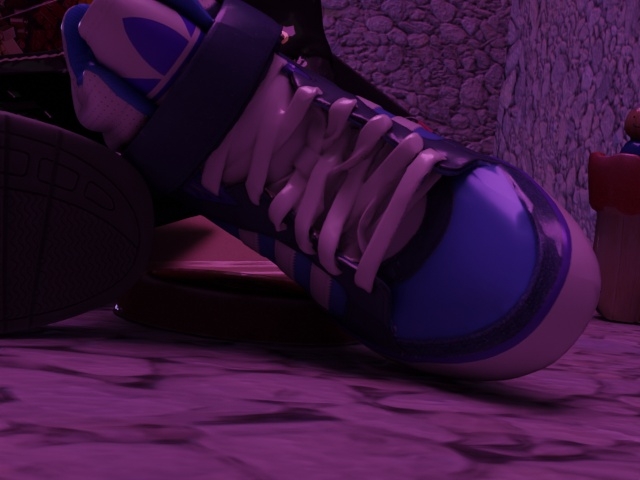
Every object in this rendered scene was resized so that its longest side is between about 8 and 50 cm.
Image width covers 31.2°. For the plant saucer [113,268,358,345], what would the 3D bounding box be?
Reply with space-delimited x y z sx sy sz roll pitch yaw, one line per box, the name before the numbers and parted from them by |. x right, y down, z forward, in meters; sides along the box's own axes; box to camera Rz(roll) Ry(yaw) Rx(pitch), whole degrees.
plant saucer | -0.051 0.041 0.758 0.168 0.029 0.168 7 2 0

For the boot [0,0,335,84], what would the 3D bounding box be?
boot | -0.163 -0.215 1.085 0.377 0.284 0.138 2 -18 2

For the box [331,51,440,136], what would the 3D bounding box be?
box | 0.015 -0.105 1.364 0.270 0.165 0.143 35 -5 -17

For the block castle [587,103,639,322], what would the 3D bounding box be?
block castle | 0.495 -0.009 1.132 0.453 0.213 0.303 7 3 15

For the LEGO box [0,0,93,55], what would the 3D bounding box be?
LEGO box | -0.389 -0.208 1.338 0.372 0.193 0.500 -39 22 -18

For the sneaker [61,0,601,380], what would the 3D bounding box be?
sneaker | -0.026 -0.048 0.630 0.236 0.130 0.323 32 1 -41

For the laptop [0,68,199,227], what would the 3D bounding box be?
laptop | -0.252 -0.049 0.836 0.264 0.137 0.234 42 23 12

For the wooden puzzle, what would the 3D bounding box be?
wooden puzzle | -0.079 -0.017 0.932 0.238 0.044 0.221 4 29 -5

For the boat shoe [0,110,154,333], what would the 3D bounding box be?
boat shoe | -0.243 -0.014 0.587 0.320 0.118 0.103 -3 12 -31
